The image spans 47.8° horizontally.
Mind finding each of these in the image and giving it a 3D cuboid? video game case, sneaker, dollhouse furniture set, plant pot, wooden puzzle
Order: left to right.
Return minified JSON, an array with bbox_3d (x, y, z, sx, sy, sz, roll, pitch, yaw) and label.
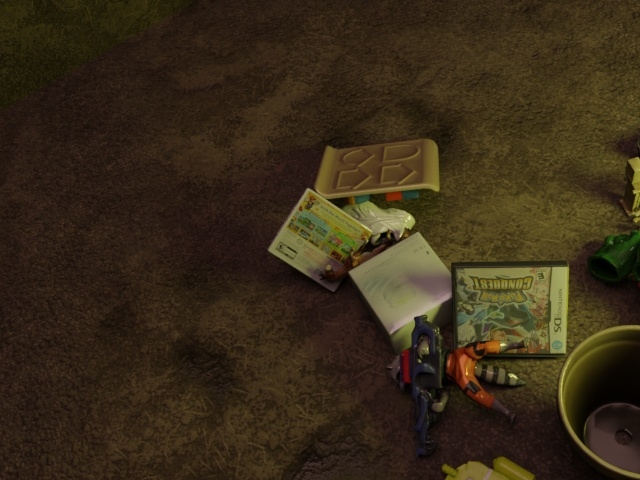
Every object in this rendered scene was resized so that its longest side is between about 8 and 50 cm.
[{"bbox_3d":[0.000,0.000,2.009,0.227,0.026,0.206,33,89,-13],"label":"video game case"},{"bbox_3d":[0.147,-0.045,2.084,0.232,0.090,0.115,12,65,22],"label":"sneaker"},{"bbox_3d":[0.172,-0.197,2.126,0.348,0.080,0.322,-1,31,9],"label":"wooden puzzle"},{"bbox_3d":[0.463,0.171,1.776,0.275,0.248,0.035,-1,21,11],"label":"video game case"},{"bbox_3d":[0.666,0.388,1.549,0.323,0.280,0.323,-7,56,10],"label":"plant pot"},{"bbox_3d":[0.871,-0.110,1.878,0.101,0.182,0.161,-17,55,3],"label":"dollhouse furniture set"}]

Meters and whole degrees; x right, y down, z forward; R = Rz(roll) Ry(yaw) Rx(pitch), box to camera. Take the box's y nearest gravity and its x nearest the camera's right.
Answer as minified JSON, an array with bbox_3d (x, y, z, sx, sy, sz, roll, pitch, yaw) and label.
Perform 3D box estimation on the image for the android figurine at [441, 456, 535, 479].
[{"bbox_3d":[0.377,0.606,1.621,0.273,0.056,0.248,28,69,26],"label":"android figurine"}]

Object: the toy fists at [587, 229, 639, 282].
[{"bbox_3d":[0.800,0.037,1.788,0.142,0.096,0.279,-28,12,-19],"label":"toy fists"}]

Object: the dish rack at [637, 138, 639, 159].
[{"bbox_3d":[1.009,-0.186,1.959,0.208,0.074,0.271,-18,55,4],"label":"dish rack"}]

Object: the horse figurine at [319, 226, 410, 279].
[{"bbox_3d":[0.139,0.041,1.976,0.263,0.174,0.066,-15,58,-28],"label":"horse figurine"}]

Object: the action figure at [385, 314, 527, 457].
[{"bbox_3d":[0.321,0.359,1.770,0.330,0.178,0.341,7,89,25],"label":"action figure"}]

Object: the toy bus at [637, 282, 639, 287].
[{"bbox_3d":[0.893,0.130,1.757,0.220,0.149,0.211,-27,39,-6],"label":"toy bus"}]

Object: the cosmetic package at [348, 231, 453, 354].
[{"bbox_3d":[0.230,0.138,1.912,0.224,0.138,0.224,-30,57,-6],"label":"cosmetic package"}]
